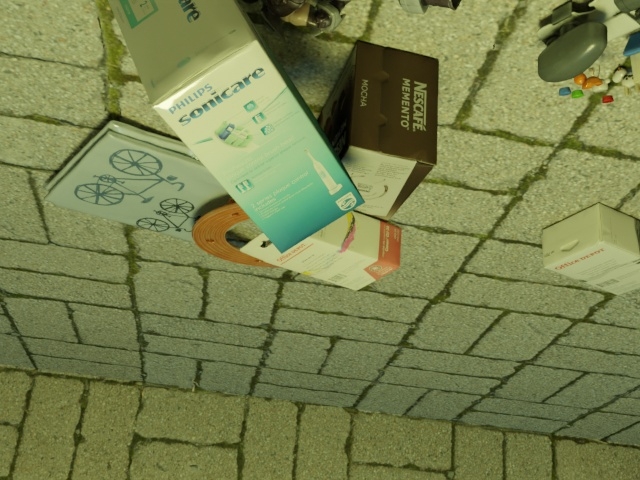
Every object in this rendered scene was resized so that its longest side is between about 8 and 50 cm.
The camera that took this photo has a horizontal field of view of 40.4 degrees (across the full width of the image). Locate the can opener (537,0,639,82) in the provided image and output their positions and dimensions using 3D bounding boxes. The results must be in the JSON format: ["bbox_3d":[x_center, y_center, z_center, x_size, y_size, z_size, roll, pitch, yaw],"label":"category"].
[{"bbox_3d":[0.362,-0.251,0.966,0.076,0.095,0.283,21,157,-31],"label":"can opener"}]

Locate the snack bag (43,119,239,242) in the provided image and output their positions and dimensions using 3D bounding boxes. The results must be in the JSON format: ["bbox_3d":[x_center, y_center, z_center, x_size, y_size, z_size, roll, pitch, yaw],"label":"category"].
[{"bbox_3d":[-0.268,-0.086,1.515,0.343,0.037,0.323,17,153,-29],"label":"snack bag"}]

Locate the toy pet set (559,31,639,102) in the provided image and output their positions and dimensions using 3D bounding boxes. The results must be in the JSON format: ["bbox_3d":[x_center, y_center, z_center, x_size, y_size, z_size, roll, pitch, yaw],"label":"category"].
[{"bbox_3d":[0.368,-0.219,1.072,0.122,0.065,0.114,-2,173,-45],"label":"toy pet set"}]

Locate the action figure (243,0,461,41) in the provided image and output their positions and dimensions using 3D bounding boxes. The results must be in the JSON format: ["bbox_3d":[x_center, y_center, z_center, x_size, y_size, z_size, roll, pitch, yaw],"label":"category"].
[{"bbox_3d":[0.012,-0.293,0.956,0.285,0.099,0.185,9,166,29],"label":"action figure"}]

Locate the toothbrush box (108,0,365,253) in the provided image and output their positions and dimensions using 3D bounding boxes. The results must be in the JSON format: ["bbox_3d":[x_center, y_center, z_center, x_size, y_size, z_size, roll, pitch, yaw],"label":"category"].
[{"bbox_3d":[-0.091,-0.157,0.992,0.126,0.216,0.295,-31,142,4],"label":"toothbrush box"}]

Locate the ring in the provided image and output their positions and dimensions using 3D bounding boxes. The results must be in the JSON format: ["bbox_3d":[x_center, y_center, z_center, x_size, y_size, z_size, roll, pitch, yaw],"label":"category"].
[{"bbox_3d":[-0.064,-0.017,1.581,0.337,0.032,0.336,-1,160,-1],"label":"ring"}]

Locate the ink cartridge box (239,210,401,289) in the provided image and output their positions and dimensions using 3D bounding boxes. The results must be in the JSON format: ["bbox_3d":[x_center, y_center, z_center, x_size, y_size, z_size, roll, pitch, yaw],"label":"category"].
[{"bbox_3d":[0.000,0.000,1.215,0.198,0.067,0.115,18,152,-26],"label":"ink cartridge box"}]

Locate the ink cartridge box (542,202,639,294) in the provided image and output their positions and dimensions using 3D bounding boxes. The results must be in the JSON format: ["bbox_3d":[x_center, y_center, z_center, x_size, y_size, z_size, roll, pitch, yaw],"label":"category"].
[{"bbox_3d":[0.505,0.020,1.524,0.191,0.082,0.140,20,151,-26],"label":"ink cartridge box"}]

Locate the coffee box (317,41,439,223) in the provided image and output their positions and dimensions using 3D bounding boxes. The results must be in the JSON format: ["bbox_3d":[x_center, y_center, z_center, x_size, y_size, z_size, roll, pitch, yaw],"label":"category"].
[{"bbox_3d":[0.057,-0.118,1.227,0.119,0.168,0.297,12,155,-12],"label":"coffee box"}]
